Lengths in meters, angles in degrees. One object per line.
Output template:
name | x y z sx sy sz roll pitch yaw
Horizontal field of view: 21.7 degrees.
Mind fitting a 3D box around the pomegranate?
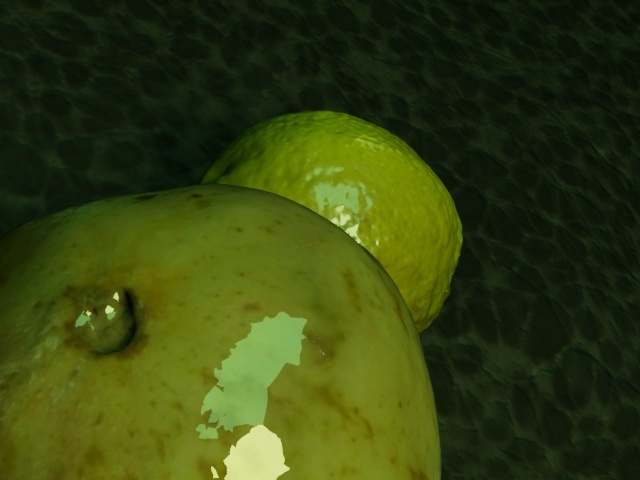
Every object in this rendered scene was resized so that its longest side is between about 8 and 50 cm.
pomegranate | -0.080 0.141 0.980 0.342 0.342 0.342 20 43 -20

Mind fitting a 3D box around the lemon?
lemon | 0.000 0.000 1.244 0.231 0.192 0.192 17 44 -25
